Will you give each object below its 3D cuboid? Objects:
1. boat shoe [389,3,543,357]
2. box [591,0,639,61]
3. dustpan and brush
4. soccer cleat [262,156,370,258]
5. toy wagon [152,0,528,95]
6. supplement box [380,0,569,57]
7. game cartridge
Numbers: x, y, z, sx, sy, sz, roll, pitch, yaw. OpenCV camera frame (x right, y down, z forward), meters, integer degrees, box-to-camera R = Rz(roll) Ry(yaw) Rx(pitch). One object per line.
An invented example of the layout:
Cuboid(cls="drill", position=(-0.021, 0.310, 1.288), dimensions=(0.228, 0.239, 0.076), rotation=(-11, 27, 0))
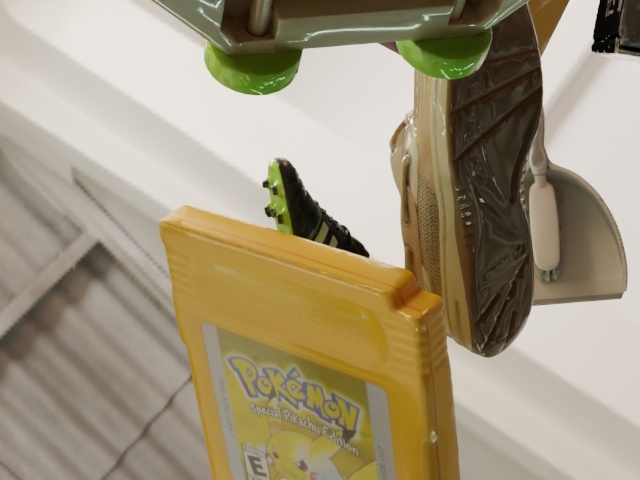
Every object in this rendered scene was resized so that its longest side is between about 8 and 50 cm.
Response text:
Cuboid(cls="boat shoe", position=(0.104, -0.066, 0.981), dimensions=(0.121, 0.341, 0.110), rotation=(-24, -149, -39))
Cuboid(cls="box", position=(0.161, -0.153, 0.449), dimensions=(0.077, 0.180, 0.147), rotation=(11, -169, 7))
Cuboid(cls="dustpan and brush", position=(0.216, -0.044, 1.158), dimensions=(0.147, 0.060, 0.211), rotation=(-6, -97, 15))
Cuboid(cls="soccer cleat", position=(0.000, 0.000, 1.082), dimensions=(0.072, 0.179, 0.060), rotation=(-24, -158, -12))
Cuboid(cls="toy wagon", position=(-0.001, -0.186, 0.584), dimensions=(0.344, 0.267, 0.068), rotation=(-7, -125, -17))
Cuboid(cls="supplement box", position=(0.194, -0.306, 1.560), dimensions=(0.194, 0.191, 0.129), rotation=(35, -163, 35))
Cuboid(cls="game cartridge", position=(-0.008, 0.144, 1.052), dimensions=(0.285, 0.323, 0.053), rotation=(16, -141, 36))
